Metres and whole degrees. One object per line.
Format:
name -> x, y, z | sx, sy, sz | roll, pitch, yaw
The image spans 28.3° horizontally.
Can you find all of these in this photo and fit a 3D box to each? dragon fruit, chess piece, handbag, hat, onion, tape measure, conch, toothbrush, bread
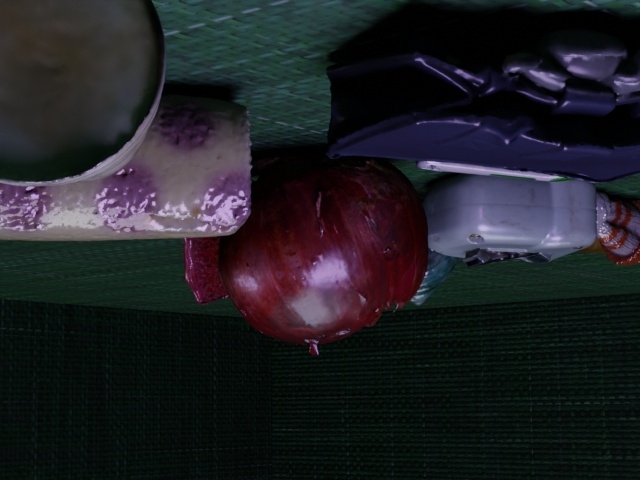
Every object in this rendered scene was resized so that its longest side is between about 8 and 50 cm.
dragon fruit -> -0.099, -0.022, 1.900 | 0.274, 0.161, 0.126 | -22, -166, 39
chess piece -> -0.208, -0.120, 1.019 | 0.182, 0.182, 0.330 | 0, 178, -4
handbag -> 0.188, -0.122, 1.140 | 0.325, 0.118, 0.269 | 2, 179, -23
hat -> 0.444, -0.032, 1.958 | 0.162, 0.112, 0.093 | 21, 132, -42
onion -> 0.000, 0.000, 1.605 | 0.276, 0.276, 0.276 | -1, 172, 0
tape measure -> 0.272, -0.024, 1.824 | 0.246, 0.125, 0.243 | 0, 172, -9
conch -> 0.125, 0.013, 1.936 | 0.134, 0.196, 0.202 | -30, 117, 29
toothbrush -> 0.331, -0.094, 1.670 | 0.418, 0.040, 0.042 | 5, 169, -8
bread -> -0.241, -0.076, 1.299 | 0.338, 0.155, 0.187 | -1, -179, -12

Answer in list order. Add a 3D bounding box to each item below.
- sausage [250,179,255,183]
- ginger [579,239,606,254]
sausage -> -0.168, -0.057, 1.752 | 0.194, 0.077, 0.077 | 1, 172, 3
ginger -> 0.462, -0.007, 2.181 | 0.299, 0.065, 0.118 | 7, -177, -36
